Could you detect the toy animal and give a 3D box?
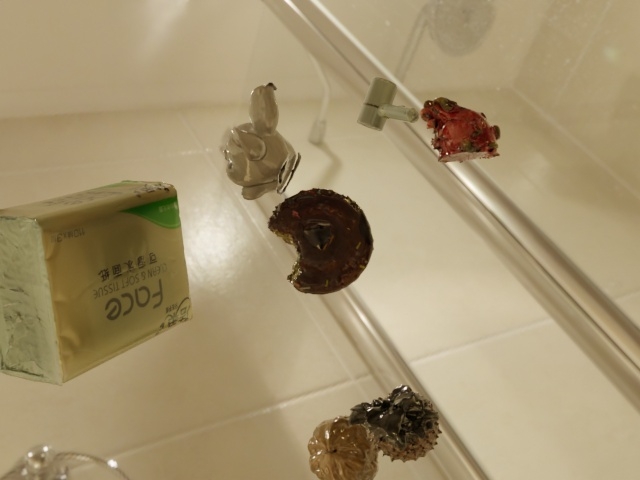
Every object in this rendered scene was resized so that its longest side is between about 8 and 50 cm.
[{"bbox_3d":[-0.132,-0.201,1.654,0.325,0.154,0.208,106,-174,-64],"label":"toy animal"}]

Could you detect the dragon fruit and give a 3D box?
[{"bbox_3d":[0.299,-0.238,1.605,0.150,0.207,0.133,-44,-19,-2],"label":"dragon fruit"}]

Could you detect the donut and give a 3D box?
[{"bbox_3d":[0.001,0.001,1.582,0.216,0.230,0.096,-33,-8,-12],"label":"donut"}]

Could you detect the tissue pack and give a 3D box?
[{"bbox_3d":[-0.465,0.066,1.514,0.405,0.205,0.331,-25,-65,-58],"label":"tissue pack"}]

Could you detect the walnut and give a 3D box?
[{"bbox_3d":[0.065,0.561,1.931,0.198,0.198,0.245,-35,-26,0],"label":"walnut"}]

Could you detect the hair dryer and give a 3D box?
[{"bbox_3d":[0.119,-0.218,1.200,0.047,0.137,0.081,17,-84,-34],"label":"hair dryer"}]

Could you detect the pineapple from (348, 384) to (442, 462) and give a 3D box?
[{"bbox_3d":[0.144,0.349,1.410,0.170,0.141,0.310,-1,-19,13],"label":"pineapple"}]
